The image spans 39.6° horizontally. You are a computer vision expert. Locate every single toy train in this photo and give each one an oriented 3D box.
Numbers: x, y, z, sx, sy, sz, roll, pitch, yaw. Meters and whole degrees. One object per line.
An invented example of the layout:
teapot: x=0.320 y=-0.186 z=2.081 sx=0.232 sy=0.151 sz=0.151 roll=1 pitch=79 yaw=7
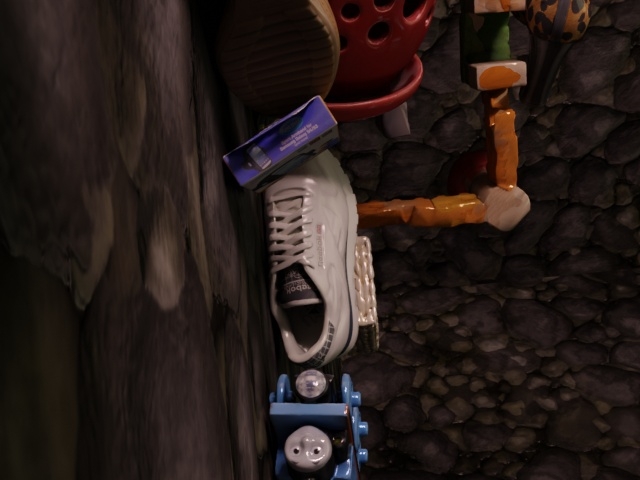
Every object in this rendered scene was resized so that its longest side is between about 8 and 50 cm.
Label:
toy train: x=0.000 y=0.188 z=0.752 sx=0.184 sy=0.080 sz=0.105 roll=82 pitch=9 yaw=-48

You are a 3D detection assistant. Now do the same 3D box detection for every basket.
basket: x=0.011 y=0.066 z=0.995 sx=0.167 sy=0.103 sz=0.113 roll=80 pitch=5 yaw=-72

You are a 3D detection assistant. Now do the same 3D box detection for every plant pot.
plant pot: x=0.014 y=-0.217 z=0.812 sx=0.191 sy=0.191 sz=0.174 roll=-93 pitch=-177 yaw=-52

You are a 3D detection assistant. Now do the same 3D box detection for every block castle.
block castle: x=0.079 y=-0.228 z=1.033 sx=0.213 sy=0.302 sz=0.454 roll=-95 pitch=180 yaw=-75

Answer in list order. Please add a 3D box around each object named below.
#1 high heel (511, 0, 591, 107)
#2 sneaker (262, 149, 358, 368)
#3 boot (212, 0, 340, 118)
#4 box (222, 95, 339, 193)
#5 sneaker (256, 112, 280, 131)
high heel: x=0.270 y=-0.307 z=1.013 sx=0.186 sy=0.093 sz=0.261 roll=89 pitch=9 yaw=-62
sneaker: x=-0.015 y=0.004 z=0.850 sx=0.095 sy=0.090 sz=0.235 roll=-1 pitch=79 yaw=-68
boot: x=-0.040 y=-0.232 z=0.634 sx=0.248 sy=0.090 sz=0.207 roll=74 pitch=12 yaw=-58
box: x=-0.026 y=-0.069 z=0.662 sx=0.028 sy=0.081 sz=0.136 roll=57 pitch=3 yaw=-1
sneaker: x=-0.054 y=-0.131 z=0.905 sx=0.035 sy=0.031 sz=0.083 roll=62 pitch=3 yaw=5
